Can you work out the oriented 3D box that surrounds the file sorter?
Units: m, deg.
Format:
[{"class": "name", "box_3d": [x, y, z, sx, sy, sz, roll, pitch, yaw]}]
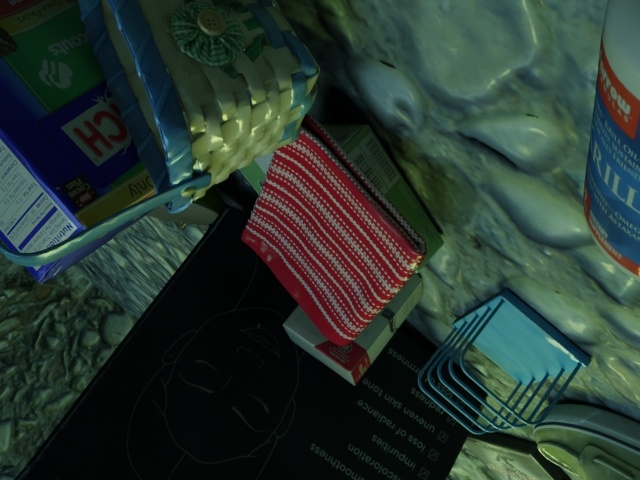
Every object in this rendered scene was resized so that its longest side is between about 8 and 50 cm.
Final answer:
[{"class": "file sorter", "box_3d": [0.199, 0.149, 0.901, 0.118, 0.104, 0.170, 40, 160, 4]}]

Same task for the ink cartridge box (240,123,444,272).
[{"class": "ink cartridge box", "box_3d": [0.010, -0.053, 0.899, 0.235, 0.056, 0.171, 14, 147, 56]}]

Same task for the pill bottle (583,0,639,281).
[{"class": "pill bottle", "box_3d": [0.199, -0.076, 0.384, 0.124, 0.124, 0.221, 30, 157, 30]}]

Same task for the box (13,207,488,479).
[{"class": "box", "box_3d": [-0.102, 0.303, 1.133, 0.480, 0.471, 0.297, 37, 152, -4]}]

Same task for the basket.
[{"class": "basket", "box_3d": [-0.170, -0.141, 0.659, 0.254, 0.289, 0.201, 60, 167, 12]}]

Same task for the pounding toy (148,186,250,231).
[{"class": "pounding toy", "box_3d": [-0.204, -0.092, 1.197, 0.237, 0.110, 0.183, 19, 166, -40]}]

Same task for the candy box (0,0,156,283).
[{"class": "candy box", "box_3d": [-0.269, -0.160, 0.803, 0.317, 0.268, 0.122, 51, 131, -5]}]

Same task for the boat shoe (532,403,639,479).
[{"class": "boat shoe", "box_3d": [0.345, 0.262, 0.879, 0.109, 0.094, 0.302, 50, 159, -22]}]

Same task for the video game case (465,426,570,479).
[{"class": "video game case", "box_3d": [0.360, 0.406, 1.269, 0.274, 0.026, 0.196, 46, 160, -15]}]

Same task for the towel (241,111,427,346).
[{"class": "towel", "box_3d": [0.000, 0.000, 0.844, 0.199, 0.031, 0.275, 49, 153, 11]}]

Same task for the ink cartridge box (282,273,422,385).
[{"class": "ink cartridge box", "box_3d": [0.044, 0.088, 0.996, 0.109, 0.150, 0.063, 33, 163, 24]}]

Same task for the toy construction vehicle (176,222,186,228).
[{"class": "toy construction vehicle", "box_3d": [-0.289, -0.072, 1.473, 0.098, 0.035, 0.086, 41, 172, 10]}]
